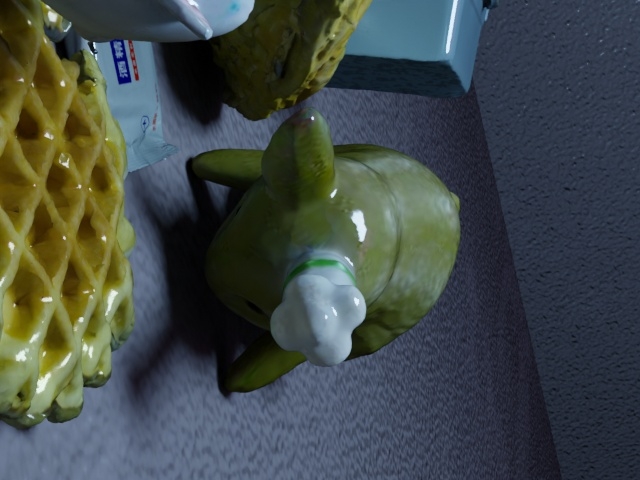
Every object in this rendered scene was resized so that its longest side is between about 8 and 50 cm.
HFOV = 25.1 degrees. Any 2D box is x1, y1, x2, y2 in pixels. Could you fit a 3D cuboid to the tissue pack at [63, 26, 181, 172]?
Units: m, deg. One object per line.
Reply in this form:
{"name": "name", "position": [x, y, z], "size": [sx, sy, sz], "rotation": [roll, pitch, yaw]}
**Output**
{"name": "tissue pack", "position": [-0.136, -0.138, 0.905], "size": [0.122, 0.026, 0.193], "rotation": [-40, 119, -74]}

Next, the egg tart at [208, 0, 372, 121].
{"name": "egg tart", "position": [-0.023, -0.230, 1.091], "size": [0.294, 0.123, 0.294], "rotation": [-57, -164, 27]}

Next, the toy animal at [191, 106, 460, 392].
{"name": "toy animal", "position": [-0.014, 0.005, 1.029], "size": [0.363, 0.180, 0.181], "rotation": [-3, 77, -70]}

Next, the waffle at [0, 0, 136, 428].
{"name": "waffle", "position": [-0.151, -0.029, 0.717], "size": [0.261, 0.056, 0.250], "rotation": [-15, 96, -78]}

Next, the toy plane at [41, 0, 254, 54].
{"name": "toy plane", "position": [-0.129, -0.176, 0.634], "size": [0.252, 0.118, 0.252], "rotation": [39, 11, -9]}

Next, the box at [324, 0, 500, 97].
{"name": "box", "position": [0.044, -0.211, 1.300], "size": [0.162, 0.227, 0.130], "rotation": [34, 62, -75]}
